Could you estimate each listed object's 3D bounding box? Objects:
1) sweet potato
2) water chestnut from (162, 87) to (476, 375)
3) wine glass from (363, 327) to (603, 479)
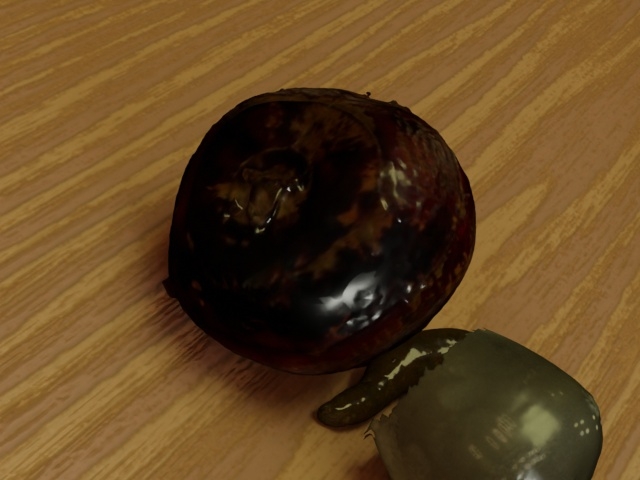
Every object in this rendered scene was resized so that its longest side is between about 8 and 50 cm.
[{"bbox_3d":[0.135,0.154,1.664,0.346,0.079,0.108,1,61,-35],"label":"sweet potato"},{"bbox_3d":[0.000,0.000,1.591,0.302,0.350,0.350,60,8,-52],"label":"water chestnut"},{"bbox_3d":[0.216,0.260,1.491,0.323,0.238,0.238,46,37,18],"label":"wine glass"}]
